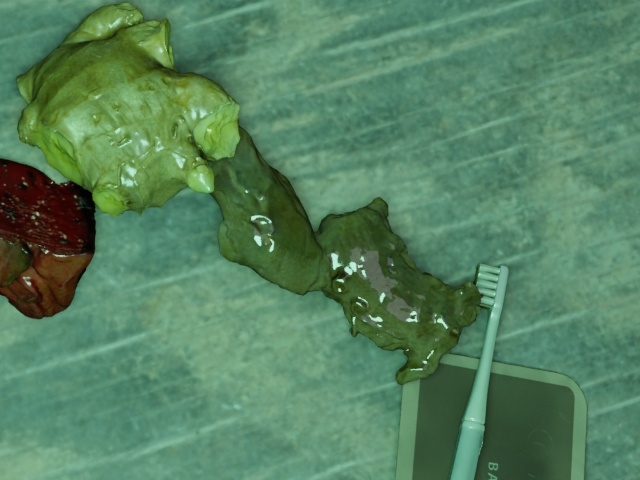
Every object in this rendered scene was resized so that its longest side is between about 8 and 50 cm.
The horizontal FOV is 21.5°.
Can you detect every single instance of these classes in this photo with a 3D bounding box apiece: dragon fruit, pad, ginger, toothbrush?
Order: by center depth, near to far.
[{"bbox_3d":[-0.269,-0.026,1.344,0.192,0.092,0.122,26,80,-9],"label":"dragon fruit"},{"bbox_3d":[-0.153,-0.097,1.354,0.157,0.102,0.216,-35,59,-21],"label":"ginger"},{"bbox_3d":[0.002,0.001,1.404,0.290,0.084,0.122,35,85,-6],"label":"ginger"},{"bbox_3d":[0.119,0.177,1.408,0.030,0.025,0.342,13,70,-4],"label":"toothbrush"},{"bbox_3d":[0.143,0.230,1.419,0.176,0.002,0.266,11,70,-17],"label":"pad"}]
